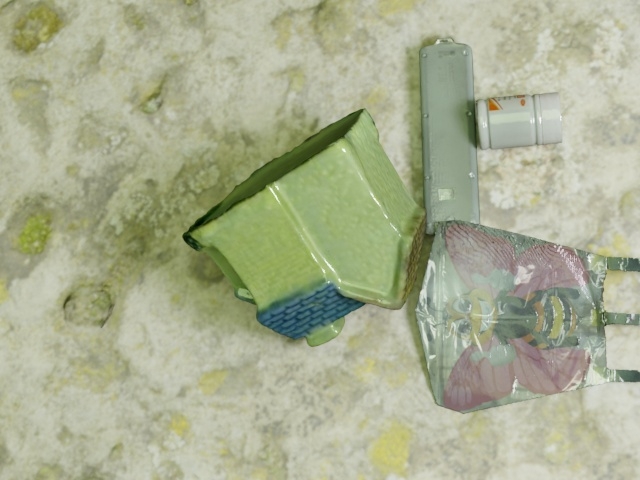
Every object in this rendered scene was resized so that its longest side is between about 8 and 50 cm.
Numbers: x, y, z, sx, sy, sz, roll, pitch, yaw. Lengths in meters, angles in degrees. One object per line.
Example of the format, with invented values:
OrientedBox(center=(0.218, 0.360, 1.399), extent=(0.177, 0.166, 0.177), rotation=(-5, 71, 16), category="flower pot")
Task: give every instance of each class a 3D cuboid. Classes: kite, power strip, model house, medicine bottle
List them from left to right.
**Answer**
OrientedBox(center=(0.000, 0.000, 1.313), extent=(0.214, 0.195, 0.189), rotation=(-32, 97, 16), category="model house")
OrientedBox(center=(0.141, -0.099, 1.365), extent=(0.060, 0.027, 0.253), rotation=(-3, 76, 9), category="power strip")
OrientedBox(center=(0.213, -0.128, 1.344), extent=(0.089, 0.057, 0.057), rotation=(-4, 76, 10), category="medicine bottle")
OrientedBox(center=(0.276, 0.077, 1.289), extent=(0.360, 0.022, 0.204), rotation=(-1, 86, 10), category="kite")
